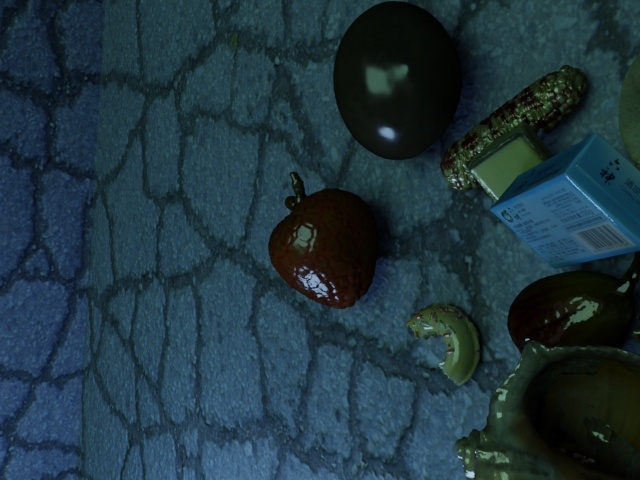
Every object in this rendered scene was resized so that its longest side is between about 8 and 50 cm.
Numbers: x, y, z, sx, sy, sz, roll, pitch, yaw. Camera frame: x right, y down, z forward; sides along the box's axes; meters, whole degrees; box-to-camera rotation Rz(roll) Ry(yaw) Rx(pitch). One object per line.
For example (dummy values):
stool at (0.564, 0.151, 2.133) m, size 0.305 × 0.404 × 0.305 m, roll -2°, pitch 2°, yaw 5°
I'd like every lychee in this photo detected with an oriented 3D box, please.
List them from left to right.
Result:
lychee at (0.000, 0.000, 1.315) m, size 0.300 × 0.255 × 0.255 m, roll 48°, pitch 128°, yaw -1°

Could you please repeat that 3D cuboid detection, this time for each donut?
donut at (0.240, 0.184, 1.177) m, size 0.108 × 0.065 × 0.166 m, roll -53°, pitch 53°, yaw 30°

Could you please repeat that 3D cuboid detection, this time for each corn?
corn at (0.333, -0.190, 1.081) m, size 0.290 × 0.098 × 0.098 m, roll -37°, pitch 62°, yaw 34°

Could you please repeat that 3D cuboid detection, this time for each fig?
fig at (0.407, 0.098, 0.937) m, size 0.170 × 0.145 × 0.274 m, roll 61°, pitch 143°, yaw 29°

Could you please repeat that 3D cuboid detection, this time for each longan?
longan at (0.143, -0.304, 1.190) m, size 0.300 × 0.243 × 0.300 m, roll -171°, pitch 90°, yaw -83°

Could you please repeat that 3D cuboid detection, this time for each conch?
conch at (0.366, 0.279, 0.861) m, size 0.352 × 0.210 × 0.297 m, roll 0°, pitch 95°, yaw 12°

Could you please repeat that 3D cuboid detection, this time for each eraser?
eraser at (0.343, -0.098, 1.029) m, size 0.172 × 0.058 × 0.117 m, roll 48°, pitch 129°, yaw -6°

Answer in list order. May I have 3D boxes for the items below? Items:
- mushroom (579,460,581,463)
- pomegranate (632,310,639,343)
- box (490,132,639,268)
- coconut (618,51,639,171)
mushroom at (0.465, 0.393, 0.907) m, size 0.278 × 0.096 × 0.099 m, roll 9°, pitch 68°, yaw 57°
pomegranate at (0.508, 0.121, 0.777) m, size 0.202 × 0.247 × 0.202 m, roll -170°, pitch 90°, yaw -76°
box at (0.361, -0.046, 0.885) m, size 0.142 × 0.232 × 0.083 m, roll 41°, pitch 79°, yaw 0°
coconut at (0.513, -0.158, 0.778) m, size 0.239 × 0.244 × 0.239 m, roll -4°, pitch 85°, yaw 47°
